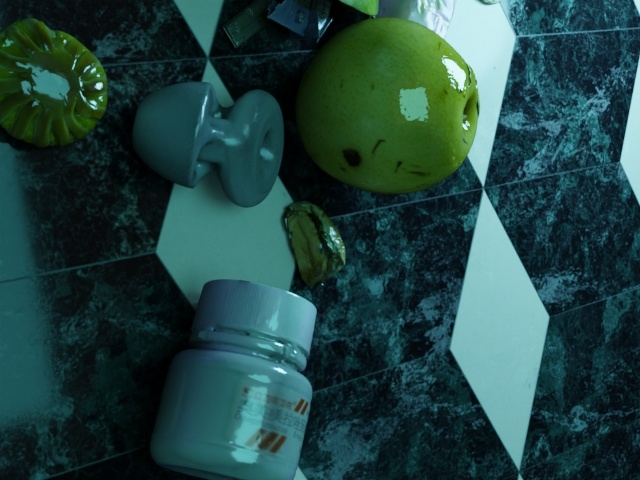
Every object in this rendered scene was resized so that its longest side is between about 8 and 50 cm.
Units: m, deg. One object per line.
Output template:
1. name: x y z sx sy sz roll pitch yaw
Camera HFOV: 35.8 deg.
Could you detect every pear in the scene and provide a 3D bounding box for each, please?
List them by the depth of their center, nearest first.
1. pear: 0.130 -0.250 1.864 0.348 0.348 0.349 0 89 -36

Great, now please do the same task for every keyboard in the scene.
1. keyboard: -0.130 -0.418 1.874 0.129 0.015 0.049 -46 120 -28

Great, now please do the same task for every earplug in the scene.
1. earplug: -0.181 -0.176 1.752 0.325 0.175 0.214 11 89 -45

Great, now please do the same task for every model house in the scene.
1. model house: -0.030 -0.433 1.877 0.167 0.117 0.088 20 81 -46

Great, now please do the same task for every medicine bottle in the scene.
1. medicine bottle: -0.138 0.251 1.712 0.256 0.256 0.325 26 68 -33

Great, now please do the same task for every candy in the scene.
1. candy: 0.200 -0.507 2.027 0.115 0.155 0.265 29 73 -36

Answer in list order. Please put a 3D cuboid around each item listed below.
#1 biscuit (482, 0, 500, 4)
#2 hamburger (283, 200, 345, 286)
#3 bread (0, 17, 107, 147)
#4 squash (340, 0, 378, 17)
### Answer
1. biscuit: 0.384 -0.595 2.247 0.120 0.015 0.120 0 90 -37
2. hamburger: 0.006 0.004 1.916 0.087 0.102 0.176 -25 104 -46
3. bread: -0.443 -0.250 1.591 0.213 0.104 0.214 -2 94 -36
4. squash: 0.033 -0.477 1.859 0.204 0.237 0.155 -19 144 -24
